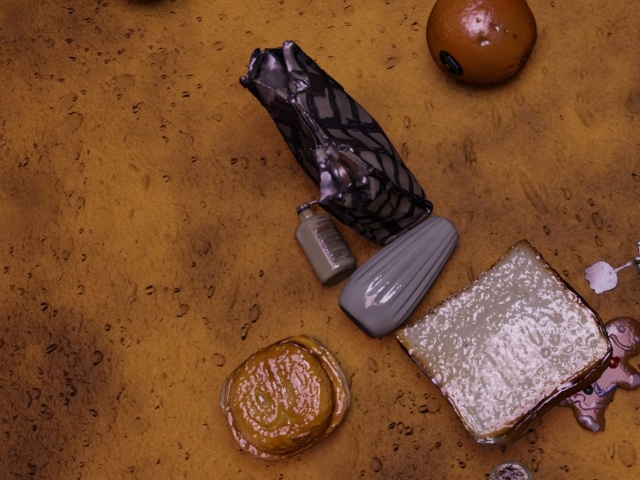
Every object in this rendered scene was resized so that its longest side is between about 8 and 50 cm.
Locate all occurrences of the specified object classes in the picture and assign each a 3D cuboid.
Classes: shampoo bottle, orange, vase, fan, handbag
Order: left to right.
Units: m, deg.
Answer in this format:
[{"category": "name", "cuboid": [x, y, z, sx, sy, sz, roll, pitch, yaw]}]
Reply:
[{"category": "shampoo bottle", "cuboid": [0.000, 0.000, 1.633, 0.079, 0.079, 0.162, -32, 72, 6]}, {"category": "handbag", "cuboid": [0.030, -0.165, 1.533, 0.162, 0.327, 0.325, -38, 70, 9]}, {"category": "vase", "cuboid": [0.148, 0.059, 1.563, 0.128, 0.128, 0.248, 42, 82, 19]}, {"category": "orange", "cuboid": [0.293, -0.381, 1.582, 0.206, 0.206, 0.206, -3, 78, 14]}, {"category": "fan", "cuboid": [0.510, 0.057, 1.526, 0.083, 0.004, 0.056, -28, 72, 8]}]

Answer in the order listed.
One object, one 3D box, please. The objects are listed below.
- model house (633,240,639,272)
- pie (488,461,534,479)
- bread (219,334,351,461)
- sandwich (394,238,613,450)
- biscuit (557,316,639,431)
[{"category": "model house", "cuboid": [0.636, 0.080, 1.387, 0.215, 0.198, 0.224, -15, 75, 17]}, {"category": "pie", "cuboid": [0.329, 0.424, 1.489, 0.085, 0.017, 0.085, -3, 78, 15]}, {"category": "bread", "cuboid": [-0.066, 0.287, 1.567, 0.236, 0.120, 0.198, -31, 74, 7]}, {"category": "sandwich", "cuboid": [0.324, 0.181, 1.491, 0.301, 0.099, 0.271, -38, 67, 4]}, {"category": "biscuit", "cuboid": [0.482, 0.217, 1.488, 0.138, 0.031, 0.205, 39, 88, 19]}]
